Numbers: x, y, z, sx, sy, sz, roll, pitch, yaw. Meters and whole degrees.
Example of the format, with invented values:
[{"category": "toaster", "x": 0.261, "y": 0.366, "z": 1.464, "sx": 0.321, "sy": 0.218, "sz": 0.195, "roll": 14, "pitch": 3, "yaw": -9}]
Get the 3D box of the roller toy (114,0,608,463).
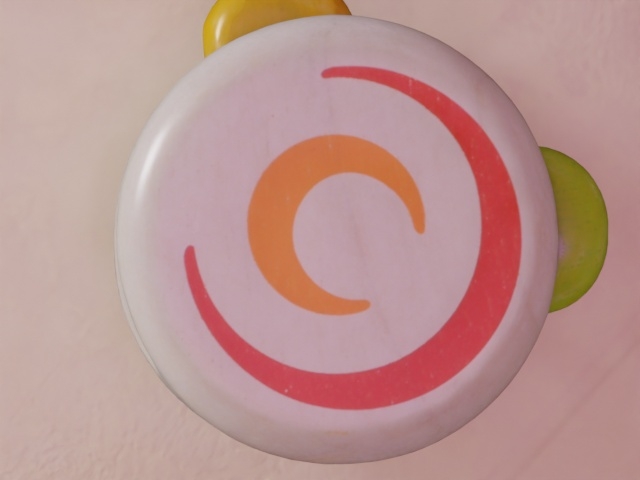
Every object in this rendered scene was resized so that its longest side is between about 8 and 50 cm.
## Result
[{"category": "roller toy", "x": 0.000, "y": 0.000, "z": 0.877, "sx": 0.209, "sy": 0.146, "sz": 0.191, "roll": 39, "pitch": 84, "yaw": -4}]
